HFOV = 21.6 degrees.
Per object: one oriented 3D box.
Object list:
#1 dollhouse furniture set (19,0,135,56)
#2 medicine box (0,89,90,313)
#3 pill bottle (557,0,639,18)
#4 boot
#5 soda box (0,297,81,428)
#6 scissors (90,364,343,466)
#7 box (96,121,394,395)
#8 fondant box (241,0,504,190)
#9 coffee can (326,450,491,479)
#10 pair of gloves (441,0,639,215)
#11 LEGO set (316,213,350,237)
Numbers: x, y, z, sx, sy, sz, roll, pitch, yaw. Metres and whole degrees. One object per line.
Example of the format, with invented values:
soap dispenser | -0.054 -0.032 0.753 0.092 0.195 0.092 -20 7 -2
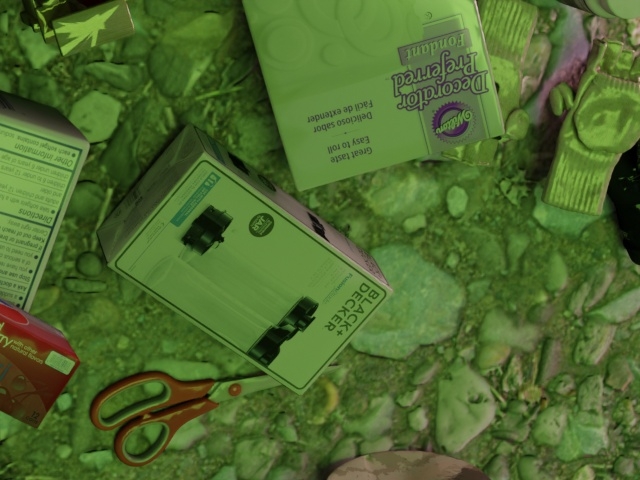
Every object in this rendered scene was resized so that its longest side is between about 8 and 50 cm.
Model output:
dollhouse furniture set | -0.231 -0.276 1.645 0.129 0.183 0.129 -21 114 -15
medicine box | -0.412 -0.021 1.675 0.263 0.149 0.289 17 100 -26
pill bottle | 0.316 -0.293 1.891 0.078 0.137 0.078 -7 110 -20
boot | 0.444 -0.108 2.029 0.246 0.094 0.207 -29 120 -4
soda box | -0.363 0.076 1.591 0.263 0.092 0.083 33 94 -28
scissors | -0.118 0.167 1.930 0.297 0.021 0.109 -23 113 -12
box | -0.080 0.024 1.849 0.290 0.087 0.169 38 100 -28
fondant box | 0.044 -0.244 1.788 0.238 0.096 0.330 -16 114 1
coffee can | 0.103 0.417 2.003 0.201 0.201 0.275 -7 109 -20
pair of gloves | 0.255 -0.154 1.922 0.240 0.042 0.204 23 97 -6
LEGO set | 0.000 0.003 1.923 0.083 0.023 0.054 -39 117 -6
